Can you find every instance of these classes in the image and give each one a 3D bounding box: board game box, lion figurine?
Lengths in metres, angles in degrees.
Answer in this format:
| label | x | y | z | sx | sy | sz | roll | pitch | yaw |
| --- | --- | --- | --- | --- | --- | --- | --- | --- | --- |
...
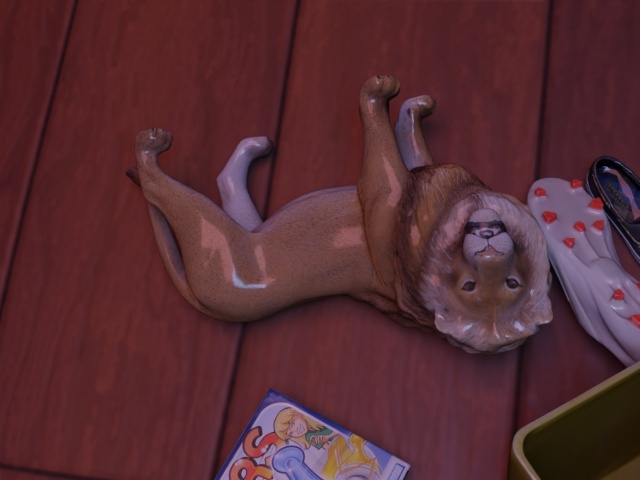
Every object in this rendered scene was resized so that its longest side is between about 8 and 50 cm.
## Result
| label | x | y | z | sx | sy | sz | roll | pitch | yaw |
| --- | --- | --- | --- | --- | --- | --- | --- | --- | --- |
| board game box | -0.033 | 0.238 | 0.835 | 0.136 | 0.035 | 0.201 | 26 | 68 | 12 |
| lion figurine | 0.000 | 0.000 | 0.902 | 0.392 | 0.142 | 0.240 | -12 | 76 | 25 |

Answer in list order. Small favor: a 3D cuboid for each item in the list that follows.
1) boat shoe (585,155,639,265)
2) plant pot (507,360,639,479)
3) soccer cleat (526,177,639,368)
| label | x | y | z | sx | sy | sz | roll | pitch | yaw |
| --- | --- | --- | --- | --- | --- | --- | --- | --- | --- |
| boat shoe | 0.274 | -0.014 | 0.872 | 0.049 | 0.040 | 0.142 | -38 | 67 | -1 |
| plant pot | 0.251 | 0.204 | 0.706 | 0.212 | 0.187 | 0.212 | -26 | 66 | -17 |
| soccer cleat | 0.223 | 0.028 | 0.861 | 0.068 | 0.076 | 0.196 | -13 | 49 | -14 |
